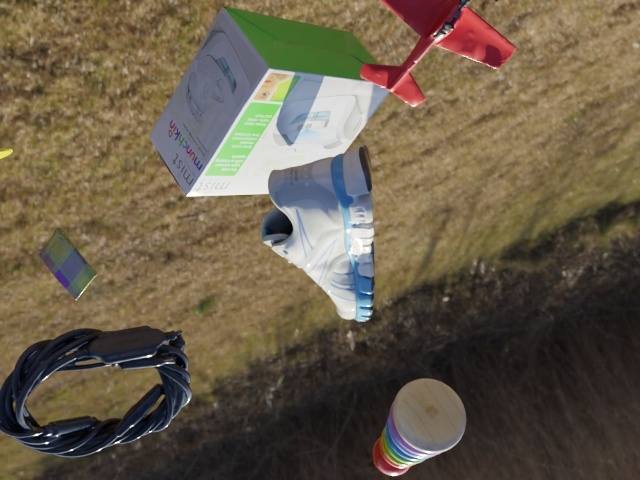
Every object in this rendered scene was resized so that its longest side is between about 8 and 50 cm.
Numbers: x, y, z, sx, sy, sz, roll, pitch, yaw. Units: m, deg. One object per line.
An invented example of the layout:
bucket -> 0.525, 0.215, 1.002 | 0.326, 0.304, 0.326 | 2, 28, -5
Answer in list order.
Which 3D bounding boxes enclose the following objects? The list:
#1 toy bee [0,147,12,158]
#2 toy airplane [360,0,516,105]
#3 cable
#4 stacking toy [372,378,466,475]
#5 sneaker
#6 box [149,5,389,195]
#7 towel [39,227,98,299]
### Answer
toy bee -> -0.366, -0.092, 0.664 | 0.162, 0.195, 0.298 | 9, 127, 25
toy airplane -> 0.091, -0.175, 0.665 | 0.151, 0.028, 0.151 | 5, 142, 4
cable -> -0.216, 0.147, 0.727 | 0.184, 0.047, 0.151 | -11, 133, -26
stacking toy -> 0.174, 0.396, 1.531 | 0.141, 0.141, 0.330 | -4, 152, -15
sneaker -> 0.000, 0.000, 0.562 | 0.082, 0.071, 0.191 | -4, 144, 4
box -> -0.068, -0.185, 1.068 | 0.262, 0.127, 0.231 | -6, 143, -49
towel -> -0.326, 0.029, 0.976 | 0.060, 0.083, 0.009 | -45, 172, 29
